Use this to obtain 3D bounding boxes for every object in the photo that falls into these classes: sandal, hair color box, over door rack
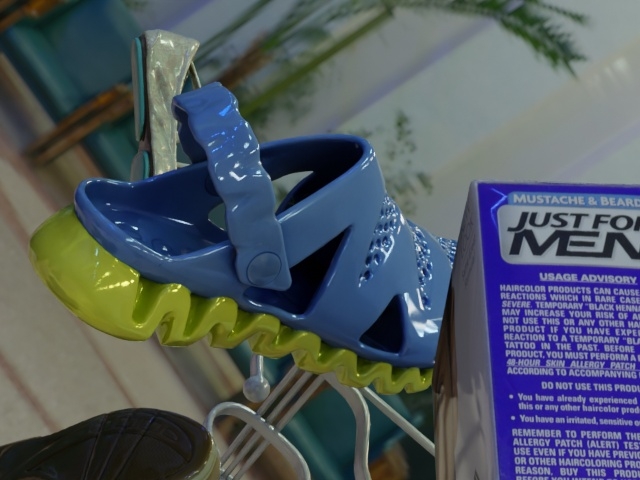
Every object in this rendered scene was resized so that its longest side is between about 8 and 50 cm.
[{"bbox_3d":[0.000,0.000,0.779,0.317,0.138,0.126,12,27,-38],"label":"sandal"},{"bbox_3d":[0.114,0.158,0.603,0.185,0.110,0.339,94,-1,-51],"label":"hair color box"},{"bbox_3d":[0.046,0.228,0.995,0.324,0.239,0.108,31,50,-4],"label":"over door rack"}]

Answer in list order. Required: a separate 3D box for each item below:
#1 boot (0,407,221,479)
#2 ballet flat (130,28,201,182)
[{"bbox_3d":[-0.126,0.197,0.857,0.165,0.213,0.077,60,31,-25],"label":"boot"},{"bbox_3d":[-0.102,-0.061,0.909,0.057,0.052,0.168,164,-72,-72],"label":"ballet flat"}]
